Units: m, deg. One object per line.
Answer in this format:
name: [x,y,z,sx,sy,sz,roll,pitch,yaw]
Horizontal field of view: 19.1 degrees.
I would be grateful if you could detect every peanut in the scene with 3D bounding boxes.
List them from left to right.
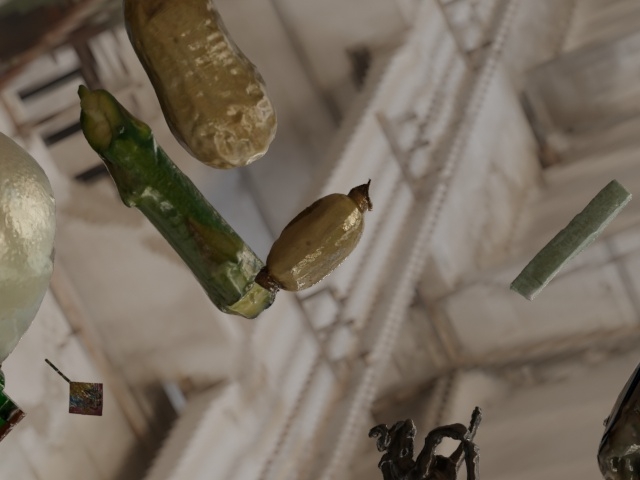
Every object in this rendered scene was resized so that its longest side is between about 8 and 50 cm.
peanut: [-0.131,-0.182,1.966,0.110,0.236,0.120,-30,179,31]

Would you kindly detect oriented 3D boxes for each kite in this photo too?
kite: [-0.256,0.156,1.964,0.002,0.078,0.044,130,-17,-65]

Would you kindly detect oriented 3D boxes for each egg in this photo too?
egg: [-0.538,-0.012,2.240,0.354,0.340,0.355,-18,-120,35]

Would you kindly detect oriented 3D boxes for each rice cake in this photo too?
rice cake: [0.274,0.001,2.081,0.171,0.033,0.029,-44,164,-8]

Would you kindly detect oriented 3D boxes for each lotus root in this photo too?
lotus root: [0.000,0.000,1.851,0.150,0.062,0.073,-43,161,-7]

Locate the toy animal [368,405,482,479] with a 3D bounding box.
toy animal: [0.148,0.281,2.164,0.148,0.084,0.233,-49,-128,22]

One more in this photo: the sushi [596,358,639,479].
sushi: [0.381,0.143,1.479,0.417,0.418,0.175,-37,-143,-30]

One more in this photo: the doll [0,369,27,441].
doll: [-0.390,0.151,1.976,0.106,0.186,0.134,-46,-151,-6]

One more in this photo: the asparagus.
asparagus: [-0.169,-0.042,2.196,0.082,0.343,0.085,-34,-168,23]
